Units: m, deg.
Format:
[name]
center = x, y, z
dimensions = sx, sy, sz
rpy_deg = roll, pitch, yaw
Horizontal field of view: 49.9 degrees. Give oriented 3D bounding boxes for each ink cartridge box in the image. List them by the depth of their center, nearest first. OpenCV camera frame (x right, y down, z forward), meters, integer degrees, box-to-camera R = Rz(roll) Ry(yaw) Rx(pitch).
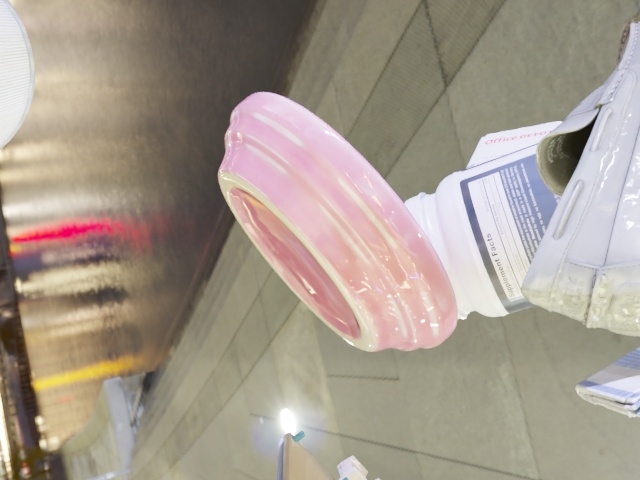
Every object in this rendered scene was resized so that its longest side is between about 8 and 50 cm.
[ink cartridge box]
center = 0.406, -0.106, 1.443
dimensions = 0.207, 0.283, 0.117
rpy_deg = -5, 131, 41

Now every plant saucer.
[plant saucer]
center = 0.000, 0.000, 0.739
dimensions = 0.332, 0.084, 0.332
rpy_deg = 45, 165, 15

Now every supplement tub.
[supplement tub]
center = 0.260, -0.017, 0.851
dimensions = 0.191, 0.272, 0.191
rpy_deg = 53, -154, -41

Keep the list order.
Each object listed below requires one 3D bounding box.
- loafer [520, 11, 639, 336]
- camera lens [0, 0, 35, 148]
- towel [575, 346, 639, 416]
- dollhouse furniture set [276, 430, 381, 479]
[loafer]
center = 0.222, -0.073, 0.520
dimensions = 0.111, 0.320, 0.112
rpy_deg = 8, 138, 21
[camera lens]
center = -0.389, -0.148, 0.592
dimensions = 0.274, 0.219, 0.220
rpy_deg = -111, 17, -72
[towel]
center = 0.558, 0.186, 1.083
dimensions = 0.034, 0.285, 0.209
rpy_deg = 61, 175, 3
[dollhouse furniture set]
center = -0.034, 0.426, 1.009
dimensions = 0.303, 0.198, 0.286
rpy_deg = 50, -171, -17
